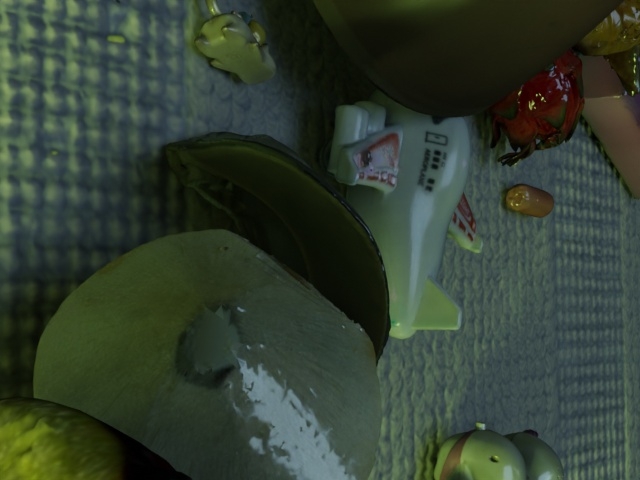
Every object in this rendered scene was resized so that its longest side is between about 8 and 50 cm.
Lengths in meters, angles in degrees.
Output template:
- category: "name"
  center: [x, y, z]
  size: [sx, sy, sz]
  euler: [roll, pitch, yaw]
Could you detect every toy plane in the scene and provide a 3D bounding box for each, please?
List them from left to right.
- category: "toy plane"
  center: [0.081, -0.034, 1.182]
  size: [0.252, 0.118, 0.252]
  euler: [12, 76, -57]

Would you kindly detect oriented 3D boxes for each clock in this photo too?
- category: "clock"
  center: [0.184, 0.262, 1.326]
  size: [0.231, 0.103, 0.144]
  euler: [18, 72, -56]

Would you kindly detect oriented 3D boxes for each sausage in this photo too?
- category: "sausage"
  center: [0.243, -0.046, 1.489]
  size: [0.083, 0.034, 0.034]
  euler: [13, 77, -55]

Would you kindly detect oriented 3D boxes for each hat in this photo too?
- category: "hat"
  center: [0.000, 0.000, 0.973]
  size: [0.149, 0.244, 0.214]
  euler: [-33, 108, -38]

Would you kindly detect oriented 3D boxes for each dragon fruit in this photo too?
- category: "dragon fruit"
  center: [0.231, -0.161, 1.419]
  size: [0.142, 0.130, 0.121]
  euler: [56, 12, -36]

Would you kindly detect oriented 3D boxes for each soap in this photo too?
- category: "soap"
  center: [0.428, -0.193, 1.728]
  size: [0.259, 0.081, 0.181]
  euler: [45, 53, -45]

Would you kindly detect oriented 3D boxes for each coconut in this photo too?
- category: "coconut"
  center: [-0.070, 0.109, 0.829]
  size: [0.241, 0.241, 0.241]
  euler: [5, 84, -56]

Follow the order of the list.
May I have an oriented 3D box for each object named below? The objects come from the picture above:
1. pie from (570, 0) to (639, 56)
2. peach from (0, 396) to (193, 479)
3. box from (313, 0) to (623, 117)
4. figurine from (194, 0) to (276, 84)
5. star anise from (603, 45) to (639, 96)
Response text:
- category: "pie"
  center: [0.291, -0.335, 1.462]
  size: [0.273, 0.069, 0.273]
  euler: [12, 67, -30]
- category: "peach"
  center: [-0.175, 0.281, 0.603]
  size: [0.353, 0.339, 0.417]
  euler: [21, 72, -62]
- category: "box"
  center: [0.140, -0.274, 1.121]
  size: [0.301, 0.216, 0.301]
  euler: [34, 41, -36]
- category: "figurine"
  center: [-0.066, -0.166, 1.039]
  size: [0.083, 0.047, 0.051]
  euler: [40, 46, -53]
- category: "star anise"
  center: [0.344, -0.315, 1.574]
  size: [0.288, 0.088, 0.288]
  euler: [10, 68, -27]
